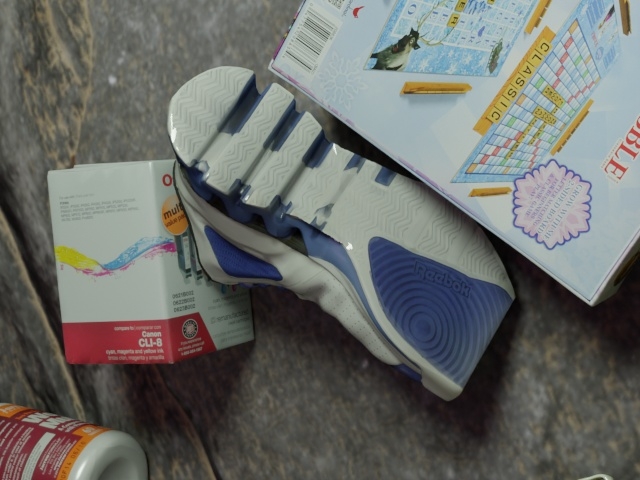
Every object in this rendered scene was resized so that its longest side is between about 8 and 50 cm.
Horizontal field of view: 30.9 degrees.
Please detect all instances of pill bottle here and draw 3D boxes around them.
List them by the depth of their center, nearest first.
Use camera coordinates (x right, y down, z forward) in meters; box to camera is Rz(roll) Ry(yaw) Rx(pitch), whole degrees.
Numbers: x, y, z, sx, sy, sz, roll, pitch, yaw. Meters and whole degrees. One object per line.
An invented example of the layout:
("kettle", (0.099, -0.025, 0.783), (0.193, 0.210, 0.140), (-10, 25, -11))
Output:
("pill bottle", (-0.293, 0.230, 1.159), (0.221, 0.121, 0.121), (8, 100, 27))

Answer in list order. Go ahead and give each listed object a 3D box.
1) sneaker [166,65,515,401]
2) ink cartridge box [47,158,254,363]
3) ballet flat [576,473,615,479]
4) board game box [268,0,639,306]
("sneaker", (-0.001, -0.001, 0.959), (0.315, 0.127, 0.182), (39, 158, -3))
("ink cartridge box", (-0.152, 0.014, 1.048), (0.127, 0.128, 0.176), (-4, 94, 33))
("ballet flat", (0.235, 0.211, 0.861), (0.231, 0.077, 0.077), (-14, 71, 35))
("board game box", (0.161, -0.174, 0.827), (0.318, 0.066, 0.318), (39, 114, 20))
